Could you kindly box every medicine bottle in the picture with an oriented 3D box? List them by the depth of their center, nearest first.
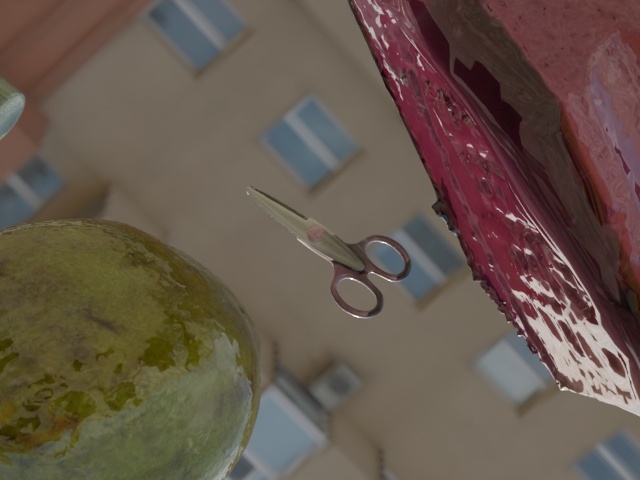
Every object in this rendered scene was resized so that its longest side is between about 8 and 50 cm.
[{"bbox_3d":[-0.241,-0.104,1.245,0.047,0.083,0.047,-49,168,-14],"label":"medicine bottle"}]

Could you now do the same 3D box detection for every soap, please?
[{"bbox_3d":[0.148,-0.048,1.110,0.127,0.325,0.220,-30,-171,-13],"label":"soap"}]

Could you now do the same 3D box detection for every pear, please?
[{"bbox_3d":[-0.246,0.148,1.896,0.352,0.352,0.413,-29,173,37],"label":"pear"}]

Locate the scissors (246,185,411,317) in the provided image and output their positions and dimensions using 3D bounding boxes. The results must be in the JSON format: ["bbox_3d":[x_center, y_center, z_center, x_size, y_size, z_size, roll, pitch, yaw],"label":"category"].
[{"bbox_3d":[0.000,0.000,1.797,0.085,0.176,0.022,-52,170,-14],"label":"scissors"}]
